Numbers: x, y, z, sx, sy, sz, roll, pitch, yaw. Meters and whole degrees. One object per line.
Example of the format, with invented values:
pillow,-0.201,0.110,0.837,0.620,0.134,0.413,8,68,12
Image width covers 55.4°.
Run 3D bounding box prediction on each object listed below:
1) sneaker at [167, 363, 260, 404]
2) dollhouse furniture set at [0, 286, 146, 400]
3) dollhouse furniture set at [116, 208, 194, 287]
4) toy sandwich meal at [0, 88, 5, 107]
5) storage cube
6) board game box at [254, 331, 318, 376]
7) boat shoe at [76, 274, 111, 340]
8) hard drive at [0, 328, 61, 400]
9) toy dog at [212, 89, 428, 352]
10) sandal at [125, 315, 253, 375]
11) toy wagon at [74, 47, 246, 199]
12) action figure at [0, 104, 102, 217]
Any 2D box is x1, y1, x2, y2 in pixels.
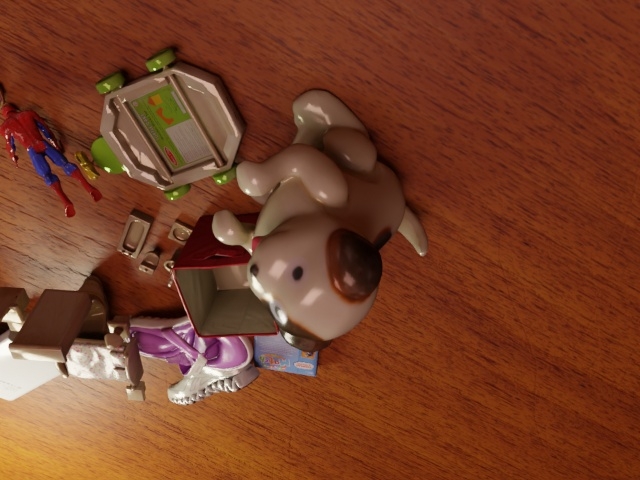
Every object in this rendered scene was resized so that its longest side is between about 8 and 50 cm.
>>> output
sneaker,-0.289,0.339,1.567,0.292,0.110,0.118,-24,95,29
dollhouse furniture set,-0.602,0.301,1.430,0.303,0.174,0.355,4,129,3
dollhouse furniture set,-0.373,0.027,1.331,0.151,0.123,0.144,26,125,-9
toy sandwich meal,-0.673,-0.288,1.217,0.085,0.029,0.086,5,126,7
storage cube,-0.175,0.071,1.286,0.183,0.193,0.215,-4,125,13
board game box,-0.080,0.237,1.482,0.160,0.039,0.211,8,126,4
boat shoe,-0.570,0.212,1.533,0.104,0.089,0.285,8,131,-15
hard drive,-0.839,0.344,1.658,0.307,0.040,0.203,-28,135,26
toy dog,0.000,0.000,1.071,0.395,0.408,0.284,37,123,-16
sandal,-0.326,0.263,1.438,0.416,0.102,0.169,-6,124,38
toy wagon,-0.324,-0.208,1.192,0.344,0.068,0.267,-15,121,21
action figure,-0.552,-0.155,1.232,0.280,0.091,0.139,49,156,11
